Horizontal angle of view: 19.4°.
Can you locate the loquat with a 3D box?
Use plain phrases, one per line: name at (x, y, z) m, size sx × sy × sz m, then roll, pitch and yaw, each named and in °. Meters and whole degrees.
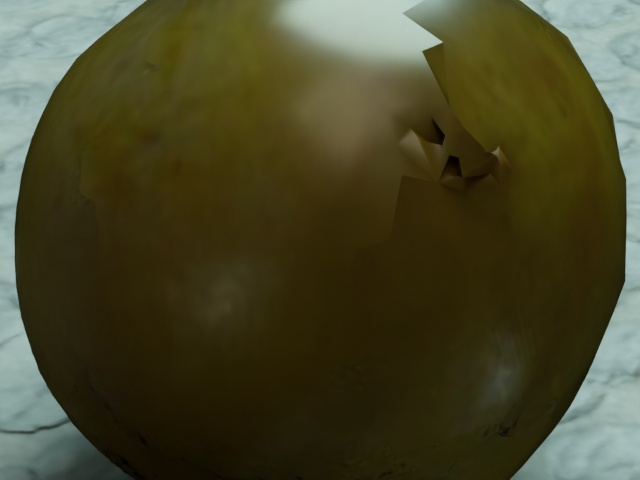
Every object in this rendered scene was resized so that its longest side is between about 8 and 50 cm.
loquat at (0.000, 0.000, 0.694) m, size 0.235 × 0.235 × 0.235 m, roll 5°, pitch 34°, yaw -3°
